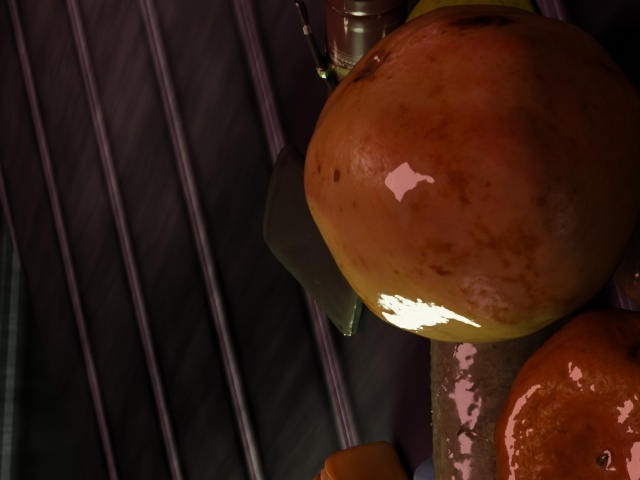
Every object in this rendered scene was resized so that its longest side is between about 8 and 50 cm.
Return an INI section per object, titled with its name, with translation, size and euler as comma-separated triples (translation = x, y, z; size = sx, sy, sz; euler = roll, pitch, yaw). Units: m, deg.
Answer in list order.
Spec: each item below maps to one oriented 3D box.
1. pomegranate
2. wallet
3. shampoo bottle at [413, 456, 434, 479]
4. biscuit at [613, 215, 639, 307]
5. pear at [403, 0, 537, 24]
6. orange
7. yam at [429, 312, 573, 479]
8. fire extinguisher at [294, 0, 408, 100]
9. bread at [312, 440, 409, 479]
[pomegranate]
translation = 0.166, -0.061, 1.747
size = 0.342, 0.342, 0.342
euler = 172, 90, -66
[wallet]
translation = 0.000, 0.000, 2.490
size = 0.245, 0.052, 0.168
euler = 51, 142, 42
[shampoo bottle]
translation = 0.191, 0.279, 2.031
size = 0.258, 0.104, 0.061
euler = -169, 72, -73
[biscuit]
translation = 0.321, -0.031, 1.769
size = 0.220, 0.033, 0.219
euler = 175, 90, -68
[pear]
translation = 0.146, -0.189, 2.010
size = 0.288, 0.139, 0.239
euler = -161, 76, -64
[orange]
translation = 0.289, 0.189, 1.729
size = 0.183, 0.249, 0.249
euler = -17, -72, -69
[yam]
translation = 0.191, 0.130, 1.957
size = 0.161, 0.161, 0.268
euler = -166, 71, -65
[fire extinguisher]
translation = 0.040, -0.190, 2.189
size = 0.341, 0.141, 0.105
euler = 89, -164, -49
[bread]
translation = 0.070, 0.356, 2.354
size = 0.077, 0.116, 0.200
euler = 107, 147, -52
